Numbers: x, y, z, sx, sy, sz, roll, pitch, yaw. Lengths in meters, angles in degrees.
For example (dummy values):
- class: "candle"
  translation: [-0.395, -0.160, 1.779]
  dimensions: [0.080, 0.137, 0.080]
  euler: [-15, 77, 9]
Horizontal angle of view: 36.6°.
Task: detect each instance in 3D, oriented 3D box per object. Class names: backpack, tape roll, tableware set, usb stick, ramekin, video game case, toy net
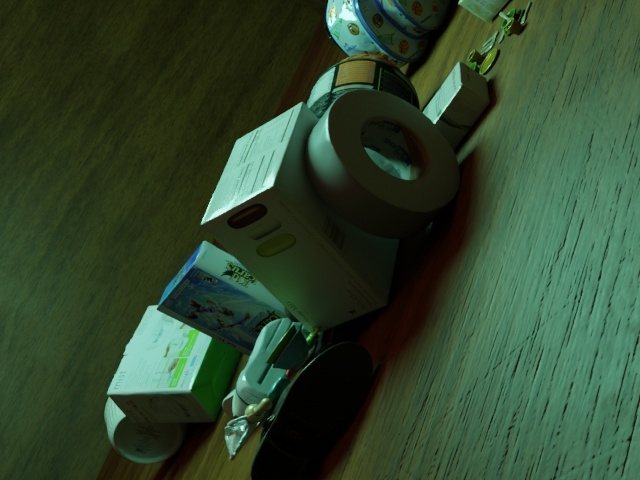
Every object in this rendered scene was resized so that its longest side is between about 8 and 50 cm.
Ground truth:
- class: "backpack"
  translation: [0.141, -0.489, 2.044]
  dimensions: [0.213, 0.277, 0.263]
  euler: [-18, 47, 55]
- class: "tape roll"
  translation: [0.090, -0.111, 1.384]
  dimensions: [0.072, 0.219, 0.219]
  euler: [-50, 16, 45]
- class: "tableware set"
  translation: [0.278, -0.317, 1.554]
  dimensions: [0.154, 0.024, 0.104]
  euler: [-38, 26, 62]
- class: "usb stick"
  translation: [0.044, 0.084, 1.559]
  dimensions: [0.077, 0.045, 0.278]
  euler: [121, 170, -45]
- class: "ramekin"
  translation: [-0.412, 0.437, 2.314]
  dimensions: [0.207, 0.207, 0.109]
  euler: [-57, 22, 18]
- class: "video game case"
  translation: [-0.165, 0.126, 1.855]
  dimensions: [0.269, 0.244, 0.061]
  euler: [-43, 23, 58]
- class: "toy net"
  translation: [-0.082, 0.221, 1.432]
  dimensions: [0.232, 0.045, 0.122]
  euler: [-56, -2, 14]

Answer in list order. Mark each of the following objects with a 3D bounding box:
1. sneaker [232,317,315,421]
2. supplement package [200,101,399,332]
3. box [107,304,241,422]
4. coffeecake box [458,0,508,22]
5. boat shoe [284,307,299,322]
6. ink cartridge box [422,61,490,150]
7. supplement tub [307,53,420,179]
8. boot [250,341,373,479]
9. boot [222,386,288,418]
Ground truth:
- class: "sneaker"
  translation: [-0.086, 0.213, 1.603]
  dimensions: [0.091, 0.094, 0.258]
  euler: [-61, -8, 28]
- class: "supplement package"
  translation: [-0.018, -0.029, 1.448]
  dimensions: [0.145, 0.262, 0.204]
  euler: [-26, 31, 33]
- class: "box"
  translation: [-0.320, 0.273, 2.194]
  dimensions: [0.231, 0.126, 0.262]
  euler: [-8, 43, 26]
- class: "coffeecake box"
  translation: [0.324, -0.485, 1.642]
  dimensions: [0.185, 0.068, 0.142]
  euler: [-47, 18, 50]
- class: "boat shoe"
  translation: [0.000, 0.000, 1.743]
  dimensions: [0.123, 0.123, 0.342]
  euler: [102, -177, -49]
- class: "ink cartridge box"
  translation: [0.202, -0.196, 1.506]
  dimensions: [0.135, 0.056, 0.099]
  euler: [-55, 13, 31]
- class: "supplement tub"
  translation: [0.069, -0.187, 1.682]
  dimensions: [0.207, 0.207, 0.338]
  euler: [-54, 13, 31]
- class: "boot"
  translation: [-0.024, 0.234, 1.405]
  dimensions: [0.263, 0.091, 0.229]
  euler: [-53, 4, 6]
- class: "boot"
  translation: [-0.103, 0.258, 1.736]
  dimensions: [0.190, 0.069, 0.086]
  euler: [-30, 13, 49]
